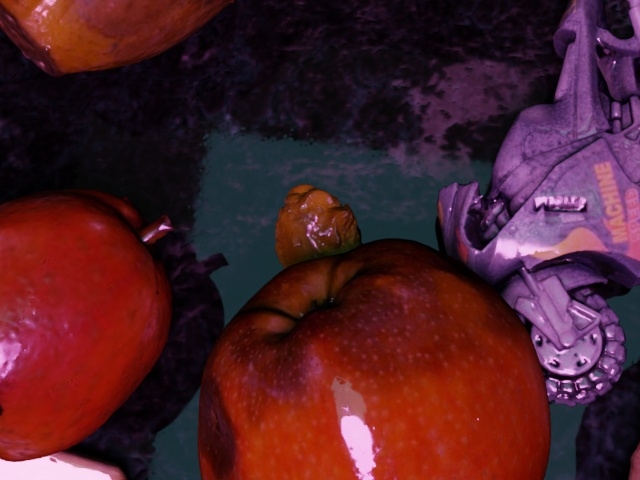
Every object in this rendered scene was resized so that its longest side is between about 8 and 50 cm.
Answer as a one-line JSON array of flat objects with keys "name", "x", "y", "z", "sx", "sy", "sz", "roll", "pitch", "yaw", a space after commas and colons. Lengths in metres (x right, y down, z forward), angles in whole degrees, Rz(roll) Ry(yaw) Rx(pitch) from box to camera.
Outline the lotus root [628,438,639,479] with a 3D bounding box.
[{"name": "lotus root", "x": 0.361, "y": 0.221, "z": 0.512, "sx": 0.391, "sy": 0.111, "sz": 0.374, "roll": 23, "pitch": 109, "yaw": 28}]

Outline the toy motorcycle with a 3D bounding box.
[{"name": "toy motorcycle", "x": 0.186, "y": -0.043, "z": 0.645, "sx": 0.173, "sy": 0.108, "sz": 0.307, "roll": 26, "pitch": 82, "yaw": 15}]

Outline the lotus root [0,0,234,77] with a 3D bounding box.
[{"name": "lotus root", "x": -0.168, "y": -0.216, "z": 0.663, "sx": 0.188, "sy": 0.199, "sz": 0.180, "roll": 40, "pitch": 82, "yaw": 18}]

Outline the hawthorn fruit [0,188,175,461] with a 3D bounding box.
[{"name": "hawthorn fruit", "x": -0.185, "y": 0.048, "z": 0.633, "sx": 0.202, "sy": 0.185, "sz": 0.185, "roll": -37, "pitch": 79, "yaw": -4}]

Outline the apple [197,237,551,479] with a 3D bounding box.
[{"name": "apple", "x": 0.030, "y": 0.108, "z": 0.565, "sx": 0.230, "sy": 0.230, "sz": 0.229, "roll": -1, "pitch": 80, "yaw": 6}]

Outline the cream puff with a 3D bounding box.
[{"name": "cream puff", "x": 0.000, "y": 0.000, "z": 0.683, "sx": 0.058, "sy": 0.083, "sz": 0.083, "roll": -22, "pitch": 61, "yaw": -38}]

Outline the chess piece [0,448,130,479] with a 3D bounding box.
[{"name": "chess piece", "x": -0.298, "y": 0.180, "z": 0.663, "sx": 0.301, "sy": 0.137, "sz": 0.137, "roll": 15, "pitch": 82, "yaw": -2}]
